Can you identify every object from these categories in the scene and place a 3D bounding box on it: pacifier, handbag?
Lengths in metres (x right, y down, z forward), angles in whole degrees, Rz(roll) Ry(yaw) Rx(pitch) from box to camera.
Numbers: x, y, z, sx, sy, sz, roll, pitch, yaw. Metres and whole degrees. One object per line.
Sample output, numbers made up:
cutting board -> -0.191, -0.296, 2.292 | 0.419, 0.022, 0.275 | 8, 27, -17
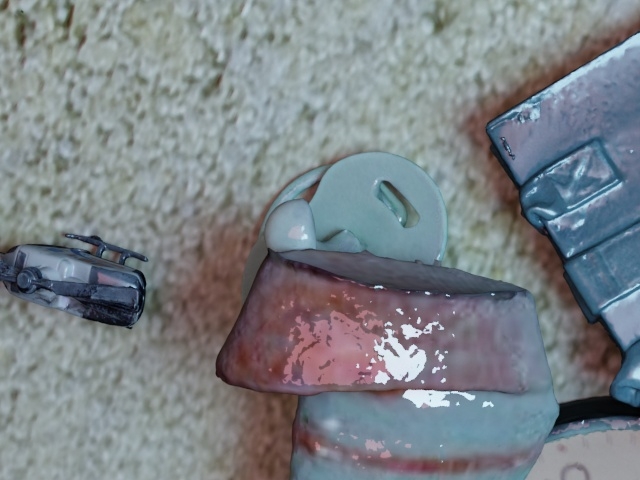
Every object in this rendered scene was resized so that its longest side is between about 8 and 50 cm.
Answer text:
pacifier -> 0.000, 0.000, 1.050 | 0.150, 0.116, 0.127 | -40, 59, 12
handbag -> 0.215, -0.006, 1.006 | 0.179, 0.062, 0.229 | -32, 75, 2

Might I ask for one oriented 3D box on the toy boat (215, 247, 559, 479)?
toy boat -> 0.028, 0.149, 1.002 | 0.206, 0.096, 0.282 | 9, 102, -11

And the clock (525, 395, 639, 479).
clock -> 0.189, 0.260, 1.044 | 0.325, 0.067, 0.325 | 0, 91, 11

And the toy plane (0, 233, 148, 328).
toy plane -> -0.183, 0.019, 1.101 | 0.197, 0.078, 0.053 | 17, 97, 24
